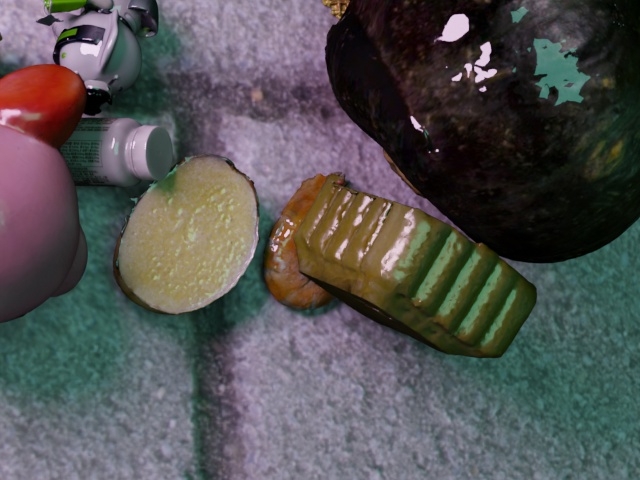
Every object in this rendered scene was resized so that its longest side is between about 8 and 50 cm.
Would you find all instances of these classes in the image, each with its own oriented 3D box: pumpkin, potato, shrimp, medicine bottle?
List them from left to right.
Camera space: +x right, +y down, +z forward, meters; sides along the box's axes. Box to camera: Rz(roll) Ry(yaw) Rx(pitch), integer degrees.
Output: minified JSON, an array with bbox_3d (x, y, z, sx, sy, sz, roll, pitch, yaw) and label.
[{"bbox_3d":[-0.243,-0.101,1.437,0.140,0.079,0.079,2,79,23],"label":"medicine bottle"},{"bbox_3d":[-0.165,-0.009,1.491,0.164,0.081,0.200,39,74,-20],"label":"potato"},{"bbox_3d":[-0.003,-0.001,1.571,0.132,0.051,0.188,33,77,-34],"label":"shrimp"},{"bbox_3d":[0.219,-0.186,1.457,0.344,0.454,0.454,-41,98,7],"label":"pumpkin"}]

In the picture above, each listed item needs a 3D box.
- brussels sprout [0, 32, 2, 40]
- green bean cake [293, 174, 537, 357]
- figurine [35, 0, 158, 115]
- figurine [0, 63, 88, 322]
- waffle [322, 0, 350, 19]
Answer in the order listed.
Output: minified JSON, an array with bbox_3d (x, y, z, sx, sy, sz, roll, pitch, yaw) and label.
[{"bbox_3d":[-0.441,-0.207,1.387,0.181,0.139,0.101,-6,78,-17],"label":"brussels sprout"},{"bbox_3d":[0.104,0.041,1.477,0.233,0.236,0.124,34,83,-32],"label":"green bean cake"},{"bbox_3d":[-0.254,-0.231,1.461,0.126,0.147,0.192,5,61,-2],"label":"figurine"},{"bbox_3d":[-0.364,-0.033,1.308,0.269,0.211,0.262,-8,105,-6],"label":"figurine"},{"bbox_3d":[0.038,-0.321,1.639,0.078,0.016,0.085,-37,95,-16],"label":"waffle"}]
